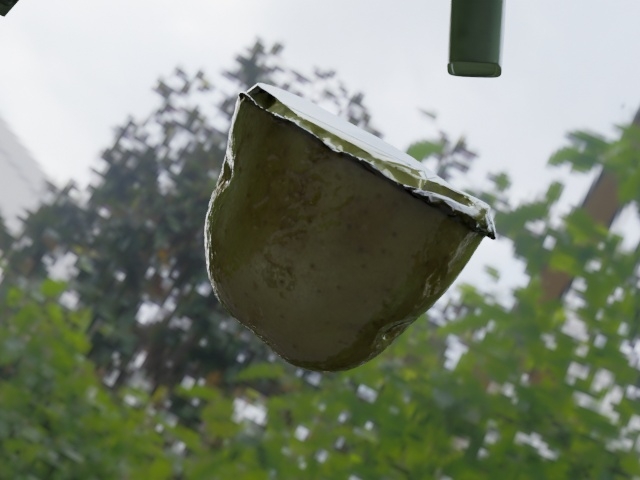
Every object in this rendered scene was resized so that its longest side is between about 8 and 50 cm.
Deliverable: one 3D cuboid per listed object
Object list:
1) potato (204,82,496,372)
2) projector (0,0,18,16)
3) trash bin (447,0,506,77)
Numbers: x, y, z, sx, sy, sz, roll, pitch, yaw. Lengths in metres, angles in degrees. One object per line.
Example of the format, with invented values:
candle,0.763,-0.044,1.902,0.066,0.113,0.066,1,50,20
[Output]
potato,0.000,0.000,1.523,0.285,0.242,0.242,31,-29,14
projector,-0.394,-0.332,1.958,0.083,0.082,0.083,46,8,18
trash bin,0.156,-0.233,1.604,0.059,0.130,0.116,3,-2,7
